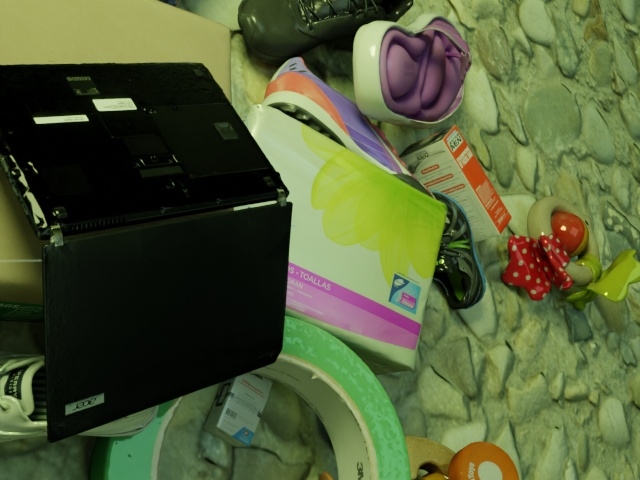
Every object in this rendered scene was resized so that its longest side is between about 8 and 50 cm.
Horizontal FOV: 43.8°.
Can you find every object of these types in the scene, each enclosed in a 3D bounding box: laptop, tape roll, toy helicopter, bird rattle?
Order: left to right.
[{"bbox_3d":[-0.155,-0.011,0.668,0.234,0.136,0.264,-13,61,-44],"label":"laptop"},{"bbox_3d":[-0.063,0.236,0.799,0.321,0.077,0.321,11,65,-24],"label":"tape roll"},{"bbox_3d":[0.104,0.395,0.902,0.235,0.140,0.355,11,55,-16],"label":"toy helicopter"},{"bbox_3d":[0.406,0.020,1.352,0.254,0.143,0.206,16,54,-24],"label":"bird rattle"}]

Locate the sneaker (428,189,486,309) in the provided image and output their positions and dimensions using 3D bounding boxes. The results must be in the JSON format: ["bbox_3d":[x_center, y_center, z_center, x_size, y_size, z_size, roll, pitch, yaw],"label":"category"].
[{"bbox_3d":[0.184,0.014,1.155,0.078,0.067,0.188,-29,99,-50],"label":"sneaker"}]

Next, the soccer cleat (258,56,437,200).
[{"bbox_3d":[0.056,-0.117,1.062,0.318,0.109,0.116,35,49,-27],"label":"soccer cleat"}]

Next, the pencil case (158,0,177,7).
[{"bbox_3d":[-0.160,-0.383,0.934,0.119,0.133,0.306,26,54,1],"label":"pencil case"}]

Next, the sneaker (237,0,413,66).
[{"bbox_3d":[0.011,-0.312,1.065,0.286,0.130,0.109,-26,96,-43],"label":"sneaker"}]

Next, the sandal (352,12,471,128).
[{"bbox_3d":[0.161,-0.233,1.127,0.416,0.102,0.169,-33,124,-59],"label":"sandal"}]

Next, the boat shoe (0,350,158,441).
[{"bbox_3d":[-0.249,0.125,0.670,0.226,0.076,0.083,1,64,-18],"label":"boat shoe"}]

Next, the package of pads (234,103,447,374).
[{"bbox_3d":[0.000,0.000,0.933,0.297,0.101,0.229,26,66,-24],"label":"package of pads"}]

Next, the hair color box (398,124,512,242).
[{"bbox_3d":[0.198,-0.077,1.181,0.167,0.093,0.053,56,47,-14],"label":"hair color box"}]

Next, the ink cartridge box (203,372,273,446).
[{"bbox_3d":[-0.089,0.179,0.879,0.048,0.028,0.083,39,54,-26],"label":"ink cartridge box"}]

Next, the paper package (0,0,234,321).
[{"bbox_3d":[-0.248,-0.081,0.727,0.325,0.168,0.309,10,69,-41],"label":"paper package"}]
